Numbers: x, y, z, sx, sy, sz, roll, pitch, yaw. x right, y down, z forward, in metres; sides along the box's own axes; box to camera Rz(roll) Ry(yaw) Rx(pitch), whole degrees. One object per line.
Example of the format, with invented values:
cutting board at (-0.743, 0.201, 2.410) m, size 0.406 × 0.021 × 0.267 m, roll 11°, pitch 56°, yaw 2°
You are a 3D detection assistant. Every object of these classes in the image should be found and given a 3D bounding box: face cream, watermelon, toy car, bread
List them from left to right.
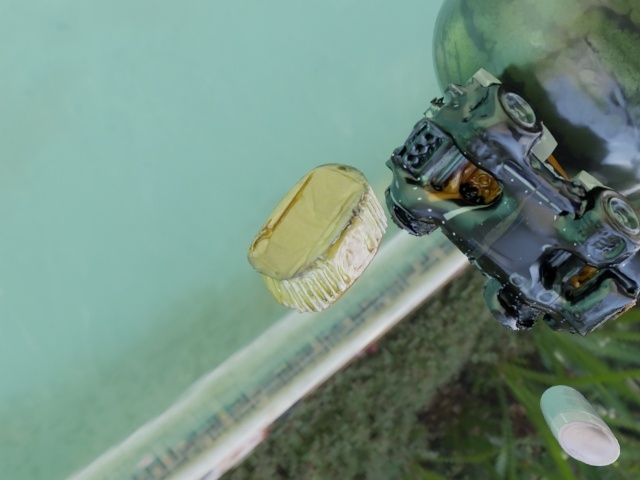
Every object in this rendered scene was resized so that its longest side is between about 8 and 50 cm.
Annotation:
bread at (0.000, 0.000, 1.532) m, size 0.190 × 0.132 × 0.114 m, roll -49°, pitch 140°, yaw -15°
toy car at (0.210, -0.027, 1.221) m, size 0.193 × 0.301 × 0.118 m, roll -46°, pitch -176°, yaw 37°
face cream at (0.332, 0.239, 1.510) m, size 0.198 × 0.084 × 0.057 m, roll -57°, pitch 171°, yaw -83°
watermelon at (0.298, -0.185, 1.337) m, size 0.279 × 0.359 × 0.279 m, roll -45°, pitch -162°, yaw 19°
